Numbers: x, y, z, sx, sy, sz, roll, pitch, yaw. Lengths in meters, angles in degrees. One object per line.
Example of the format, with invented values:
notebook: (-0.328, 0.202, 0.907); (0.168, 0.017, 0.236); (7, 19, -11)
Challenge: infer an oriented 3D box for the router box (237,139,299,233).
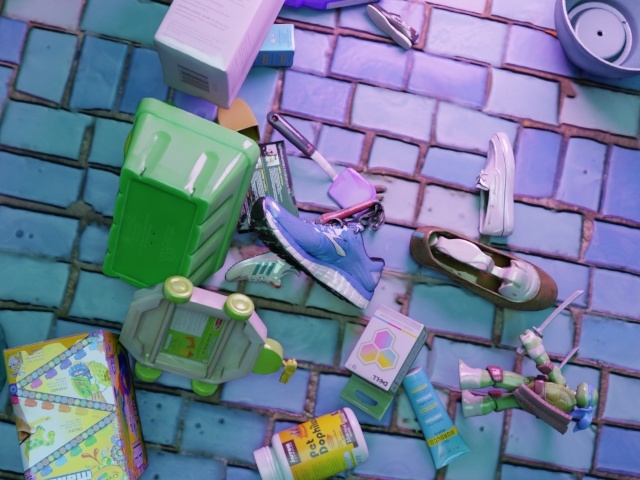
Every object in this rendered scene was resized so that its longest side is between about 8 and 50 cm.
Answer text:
router box: (-0.126, -0.113, 1.811); (0.133, 0.046, 0.179); (-10, 83, -6)

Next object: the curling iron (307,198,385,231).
curling iron: (0.017, -0.029, 1.793); (0.274, 0.035, 0.068); (-15, 85, -18)

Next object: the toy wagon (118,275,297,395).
toy wagon: (-0.212, 0.198, 1.668); (0.344, 0.267, 0.068); (17, 41, -12)

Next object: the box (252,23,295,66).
box: (-0.179, -0.413, 1.821); (0.244, 0.100, 0.060); (-2, 82, -5)

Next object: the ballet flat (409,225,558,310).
ballet flat: (0.351, 0.056, 1.787); (0.342, 0.124, 0.116); (26, 81, -1)

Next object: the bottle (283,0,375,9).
bottle: (0.010, -0.565, 1.861); (0.283, 0.092, 0.118); (-12, 80, -6)

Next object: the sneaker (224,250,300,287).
sneaker: (-0.116, 0.069, 1.780); (0.161, 0.057, 0.075); (-19, 78, -10)

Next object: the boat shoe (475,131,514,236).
boat shoe: (0.371, -0.121, 1.833); (0.075, 0.083, 0.226); (-2, 83, -6)

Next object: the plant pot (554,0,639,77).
plant pot: (0.631, -0.475, 1.847); (0.293, 0.196, 0.293); (1, 81, -5)

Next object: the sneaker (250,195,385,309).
sneaker: (0.000, 0.000, 1.728); (0.330, 0.130, 0.147); (37, 81, -29)

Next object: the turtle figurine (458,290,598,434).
turtle figurine: (0.419, 0.266, 1.750); (0.266, 0.198, 0.275); (-5, 71, 10)

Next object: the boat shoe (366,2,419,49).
boat shoe: (0.158, -0.479, 1.886); (0.133, 0.049, 0.042); (40, 76, -1)

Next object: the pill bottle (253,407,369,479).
pill bottle: (-0.020, 0.423, 1.708); (0.215, 0.117, 0.117); (-20, 84, -7)

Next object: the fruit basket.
fruit basket: (-0.281, -0.120, 1.691); (0.283, 0.392, 0.392); (23, 81, -1)

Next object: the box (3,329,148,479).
box: (-0.448, 0.324, 1.601); (0.177, 0.290, 0.279); (-11, 84, -7)

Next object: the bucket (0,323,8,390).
bucket: (-0.755, 0.239, 1.641); (0.281, 0.183, 0.281); (0, 83, -4)

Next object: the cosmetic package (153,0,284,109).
cosmetic package: (-0.166, -0.480, 1.675); (0.156, 0.217, 0.385); (24, 76, 0)

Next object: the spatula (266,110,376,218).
spatula: (-0.002, -0.170, 1.819); (0.296, 0.030, 0.084); (43, 80, -16)

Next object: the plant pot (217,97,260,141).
plant pot: (-0.180, -0.251, 1.812); (0.081, 0.081, 0.083); (-19, 72, -7)

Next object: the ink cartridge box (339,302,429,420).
ink cartridge box: (0.124, 0.247, 1.752); (0.109, 0.062, 0.209); (27, 80, 28)

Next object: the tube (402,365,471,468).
tube: (0.232, 0.365, 1.777); (0.080, 0.052, 0.207); (-26, 90, 5)
